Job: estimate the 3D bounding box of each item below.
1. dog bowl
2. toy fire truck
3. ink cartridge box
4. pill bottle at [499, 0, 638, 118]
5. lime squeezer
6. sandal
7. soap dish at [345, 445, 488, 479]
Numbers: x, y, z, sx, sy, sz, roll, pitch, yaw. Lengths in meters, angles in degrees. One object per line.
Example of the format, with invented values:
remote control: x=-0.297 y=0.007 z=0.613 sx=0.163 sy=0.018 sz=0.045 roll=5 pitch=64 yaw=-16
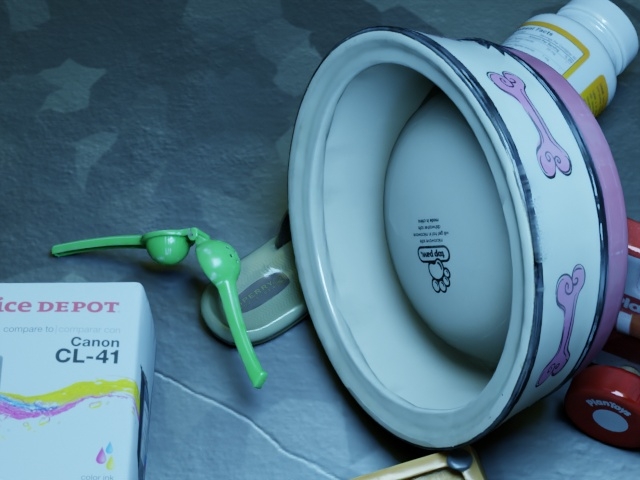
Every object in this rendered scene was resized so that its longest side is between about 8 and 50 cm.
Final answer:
dog bowl: x=0.134 y=-0.011 z=1.663 sx=0.150 sy=0.408 sz=0.408 roll=-11 pitch=54 yaw=-31
toy fire truck: x=0.383 y=0.101 z=1.686 sx=0.302 sy=0.254 sz=0.169 roll=22 pitch=59 yaw=15
ink cartridge box: x=-0.288 y=0.199 z=1.701 sx=0.226 sy=0.131 sz=0.306 roll=0 pitch=57 yaw=1
pill bottle: x=0.247 y=-0.170 z=1.942 sx=0.136 sy=0.136 sz=0.246 roll=36 pitch=63 yaw=22
lime squeezer: x=-0.150 y=0.035 z=1.827 sx=0.310 sy=0.110 sz=0.059 roll=30 pitch=16 yaw=28
sandal: x=0.000 y=0.002 z=1.856 sx=0.303 sy=0.086 sz=0.120 roll=-40 pitch=62 yaw=-22
soap dish: x=0.091 y=0.341 z=1.609 sx=0.229 sy=0.118 sz=0.290 roll=-15 pitch=58 yaw=-10
